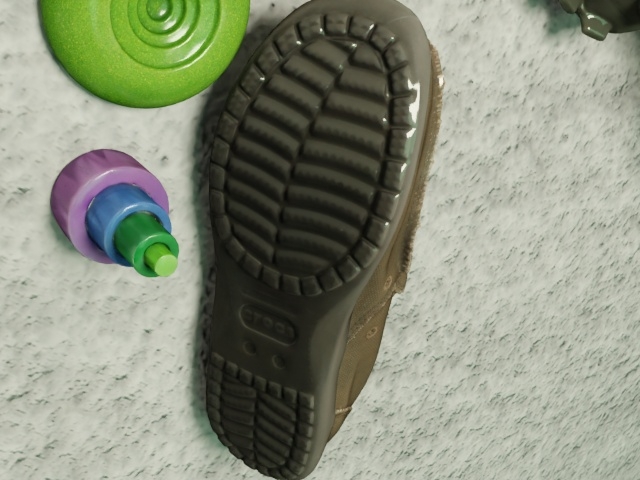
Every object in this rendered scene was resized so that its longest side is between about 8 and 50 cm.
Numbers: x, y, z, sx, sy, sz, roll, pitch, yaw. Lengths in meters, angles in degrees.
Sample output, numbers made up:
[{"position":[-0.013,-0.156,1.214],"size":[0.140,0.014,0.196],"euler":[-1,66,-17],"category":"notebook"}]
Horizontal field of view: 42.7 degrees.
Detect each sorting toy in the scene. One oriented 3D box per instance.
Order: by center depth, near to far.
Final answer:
[{"position":[-0.062,-0.139,0.433],"size":[0.127,0.126,0.365],"euler":[4,112,-39],"category":"sorting toy"}]

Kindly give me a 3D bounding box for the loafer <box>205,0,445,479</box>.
[{"position":[0.000,0.000,0.581],"size":[0.130,0.134,0.366],"euler":[-37,149,-52],"category":"loafer"}]

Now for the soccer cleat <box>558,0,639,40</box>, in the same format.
[{"position":[0.174,-0.267,0.582],"size":[0.289,0.093,0.121],"euler":[39,59,-40],"category":"soccer cleat"}]
